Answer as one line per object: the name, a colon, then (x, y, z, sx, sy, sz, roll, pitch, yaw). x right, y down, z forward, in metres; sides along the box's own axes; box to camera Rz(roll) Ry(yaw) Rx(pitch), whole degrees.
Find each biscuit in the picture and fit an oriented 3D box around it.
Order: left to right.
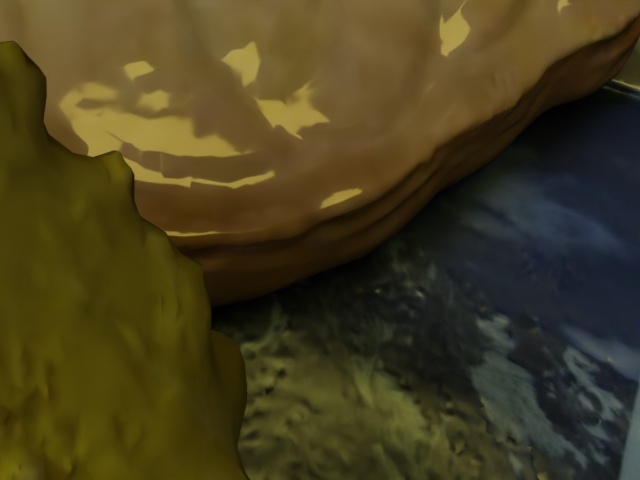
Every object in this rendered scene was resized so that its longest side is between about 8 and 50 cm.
biscuit: (-0.079, -0.114, 0.604, 0.351, 0.057, 0.312, -10, 61, -15)

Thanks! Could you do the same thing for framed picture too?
framed picture: (0.000, 0.000, 0.590, 0.281, 0.019, 0.209, 17, 57, 0)

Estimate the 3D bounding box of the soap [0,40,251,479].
soap: (-0.056, 0.059, 0.357, 0.304, 0.339, 0.169, 16, 59, 2)
